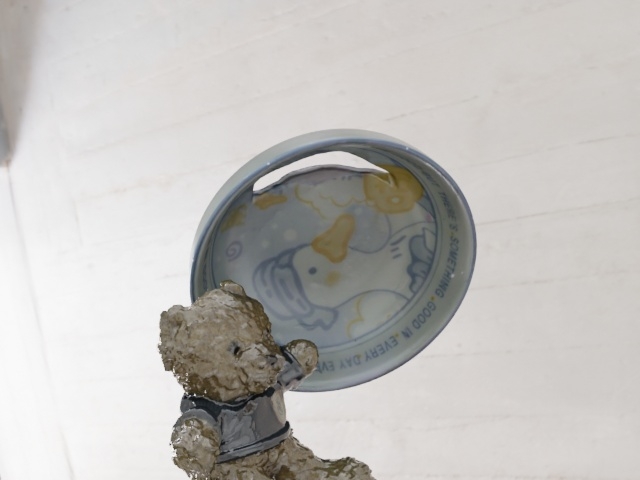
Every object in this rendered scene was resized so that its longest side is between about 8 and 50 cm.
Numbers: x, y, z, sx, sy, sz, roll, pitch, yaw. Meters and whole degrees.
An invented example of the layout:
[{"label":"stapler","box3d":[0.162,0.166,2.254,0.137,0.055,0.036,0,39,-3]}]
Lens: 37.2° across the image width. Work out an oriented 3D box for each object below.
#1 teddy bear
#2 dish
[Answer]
[{"label":"teddy bear","box3d":[-0.064,0.162,0.809,0.129,0.182,0.251,-22,95,24]},{"label":"dish","box3d":[0.000,0.000,0.923,0.134,0.273,0.273,-116,43,-55]}]
